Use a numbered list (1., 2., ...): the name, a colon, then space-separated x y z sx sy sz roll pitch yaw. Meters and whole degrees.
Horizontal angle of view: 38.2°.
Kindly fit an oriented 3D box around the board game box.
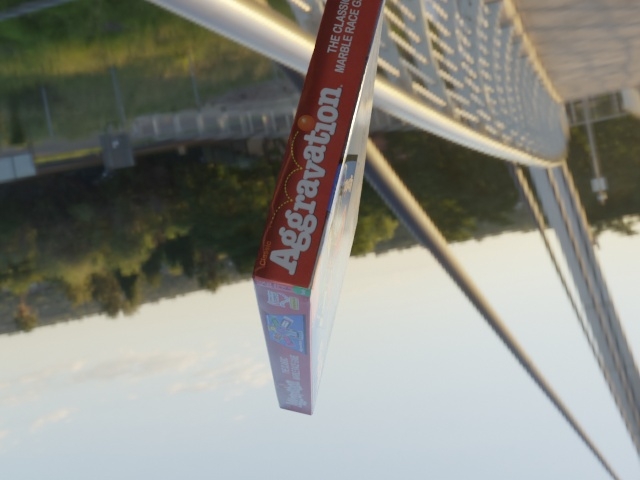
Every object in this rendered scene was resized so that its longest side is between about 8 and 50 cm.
1. board game box: 0.000 0.000 0.502 0.027 0.145 0.281 11 160 4
